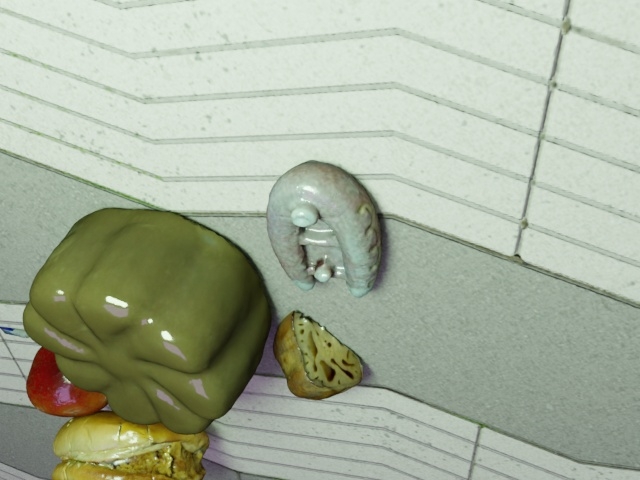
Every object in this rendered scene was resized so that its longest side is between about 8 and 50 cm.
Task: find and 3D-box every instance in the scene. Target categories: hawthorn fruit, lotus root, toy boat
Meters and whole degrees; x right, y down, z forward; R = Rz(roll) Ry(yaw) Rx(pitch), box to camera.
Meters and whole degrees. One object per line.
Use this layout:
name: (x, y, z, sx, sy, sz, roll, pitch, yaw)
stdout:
hawthorn fruit: (-0.454, 0.256, 1.392, 0.188, 0.169, 0.169, -5, 132, 45)
lotus root: (-0.018, 0.205, 1.201, 0.159, 0.095, 0.135, 35, 141, -3)
toy boat: (0.000, 0.000, 0.982, 0.155, 0.085, 0.227, 9, 136, 18)

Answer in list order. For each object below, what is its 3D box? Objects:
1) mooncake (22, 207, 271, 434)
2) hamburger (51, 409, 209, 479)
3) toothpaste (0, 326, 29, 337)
mooncake: (-0.273, 0.136, 1.164, 0.378, 0.201, 0.378, 13, 137, 13)
hamburger: (-0.380, 0.427, 1.489, 0.290, 0.170, 0.314, 18, 157, -41)
toothpaste: (-0.627, 0.188, 1.522, 0.083, 0.015, 0.024, 3, 136, 30)
